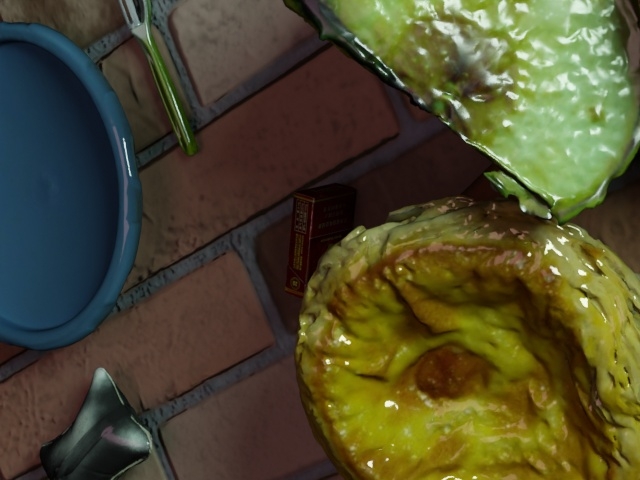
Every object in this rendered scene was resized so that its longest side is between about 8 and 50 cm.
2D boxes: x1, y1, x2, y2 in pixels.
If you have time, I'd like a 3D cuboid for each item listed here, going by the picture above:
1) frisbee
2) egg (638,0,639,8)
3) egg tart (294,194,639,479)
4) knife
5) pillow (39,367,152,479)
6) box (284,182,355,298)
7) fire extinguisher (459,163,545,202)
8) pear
[{"bbox_3d":[-0.249,-0.048,1.719,0.290,0.049,0.289,7,100,40],"label":"frisbee"},{"bbox_3d":[0.290,-0.141,1.145,0.201,0.244,0.201,-32,50,47],"label":"egg"},{"bbox_3d":[0.120,0.087,1.380,0.295,0.116,0.294,10,122,16],"label":"egg tart"},{"bbox_3d":[-0.137,-0.155,1.623,0.022,0.026,0.184,146,103,-79],"label":"knife"},{"bbox_3d":[-0.197,0.183,1.727,0.135,0.055,0.091,-52,35,31],"label":"pillow"},{"bbox_3d":[0.000,0.000,1.524,0.023,0.051,0.082,19,111,37],"label":"box"},{"bbox_3d":[0.112,-0.009,1.429,0.177,0.050,0.062,-47,42,36],"label":"fire extinguisher"},{"bbox_3d":[0.114,-0.139,1.303,0.238,0.255,0.164,39,95,1],"label":"pear"}]
